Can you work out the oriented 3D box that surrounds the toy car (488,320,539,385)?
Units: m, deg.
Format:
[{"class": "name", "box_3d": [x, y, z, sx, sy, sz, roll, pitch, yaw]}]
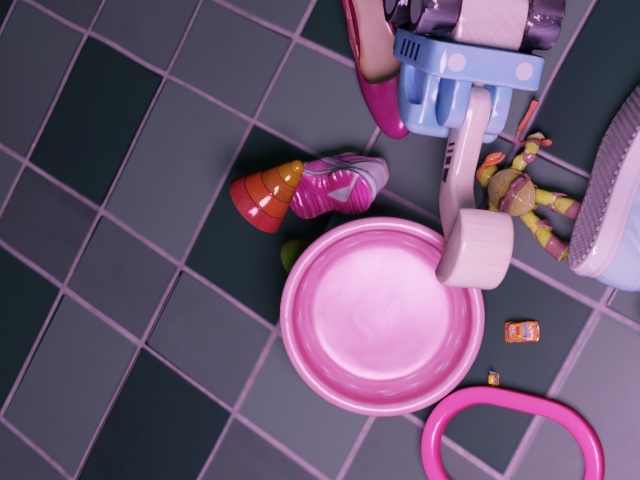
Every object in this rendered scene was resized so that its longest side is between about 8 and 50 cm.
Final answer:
[{"class": "toy car", "box_3d": [0.312, 0.183, 1.524, 0.060, 0.040, 0.122, 15, 89, 28]}]

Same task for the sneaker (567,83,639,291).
[{"class": "sneaker", "box_3d": [0.498, -0.091, 1.419, 0.150, 0.135, 0.366, 25, 83, -9]}]

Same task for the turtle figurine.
[{"class": "turtle figurine", "box_3d": [0.334, -0.080, 1.524, 0.217, 0.087, 0.270, 36, 99, 27]}]

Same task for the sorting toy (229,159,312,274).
[{"class": "sorting toy", "box_3d": [0.000, 0.000, 1.638, 0.126, 0.127, 0.366, -41, 83, 25]}]

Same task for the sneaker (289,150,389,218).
[{"class": "sneaker", "box_3d": [0.027, -0.103, 1.688, 0.252, 0.111, 0.103, 8, 121, 45]}]

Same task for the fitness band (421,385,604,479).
[{"class": "fitness band", "box_3d": [0.300, 0.344, 1.499, 0.290, 0.054, 0.209, 10, 87, 27]}]

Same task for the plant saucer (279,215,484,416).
[{"class": "plant saucer", "box_3d": [0.101, 0.121, 1.558, 0.332, 0.084, 0.332, 0, 100, 3]}]

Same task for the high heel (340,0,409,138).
[{"class": "high heel", "box_3d": [0.082, -0.368, 1.644, 0.127, 0.181, 0.378, -18, 75, 24]}]

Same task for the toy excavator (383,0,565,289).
[{"class": "toy excavator", "box_3d": [0.226, -0.191, 1.470, 0.222, 0.433, 0.446, 4, 107, -12]}]
